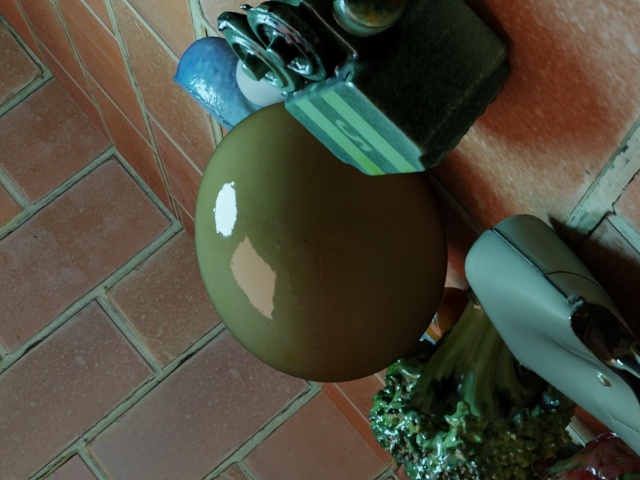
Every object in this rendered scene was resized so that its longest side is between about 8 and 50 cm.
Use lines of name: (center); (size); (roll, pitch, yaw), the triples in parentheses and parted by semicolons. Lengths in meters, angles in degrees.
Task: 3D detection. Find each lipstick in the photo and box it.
lipstick: (-0.027, -0.214, 1.459); (0.087, 0.087, 0.327); (53, 168, -10)

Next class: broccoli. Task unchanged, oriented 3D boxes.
broccoli: (0.197, 0.199, 1.540); (0.235, 0.260, 0.288); (41, 179, -37)

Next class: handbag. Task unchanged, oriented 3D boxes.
handbag: (0.256, 0.114, 1.179); (0.241, 0.109, 0.315); (53, -176, -28)

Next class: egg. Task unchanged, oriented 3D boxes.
egg: (0.000, 0.000, 1.501); (0.301, 0.301, 0.374); (39, 153, 47)

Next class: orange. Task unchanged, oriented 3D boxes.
orange: (0.179, 0.104, 1.701); (0.083, 0.083, 0.083); (48, 169, 13)

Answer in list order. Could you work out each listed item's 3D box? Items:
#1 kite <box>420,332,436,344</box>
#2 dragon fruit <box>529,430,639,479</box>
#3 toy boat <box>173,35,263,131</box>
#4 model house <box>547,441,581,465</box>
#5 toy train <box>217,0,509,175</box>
kite: (0.185, 0.154, 1.916); (0.169, 0.015, 0.310); (28, 146, 52)
dragon fruit: (0.341, 0.324, 1.335); (0.299, 0.244, 0.244); (0, 131, 54)
toy boat: (-0.056, -0.169, 1.749); (0.330, 0.123, 0.215); (42, 180, -16)
model house: (0.384, 0.379, 1.591); (0.325, 0.194, 0.267); (-32, 68, 56)
toy train: (0.040, -0.180, 1.155); (0.238, 0.167, 0.299); (43, 172, -13)
